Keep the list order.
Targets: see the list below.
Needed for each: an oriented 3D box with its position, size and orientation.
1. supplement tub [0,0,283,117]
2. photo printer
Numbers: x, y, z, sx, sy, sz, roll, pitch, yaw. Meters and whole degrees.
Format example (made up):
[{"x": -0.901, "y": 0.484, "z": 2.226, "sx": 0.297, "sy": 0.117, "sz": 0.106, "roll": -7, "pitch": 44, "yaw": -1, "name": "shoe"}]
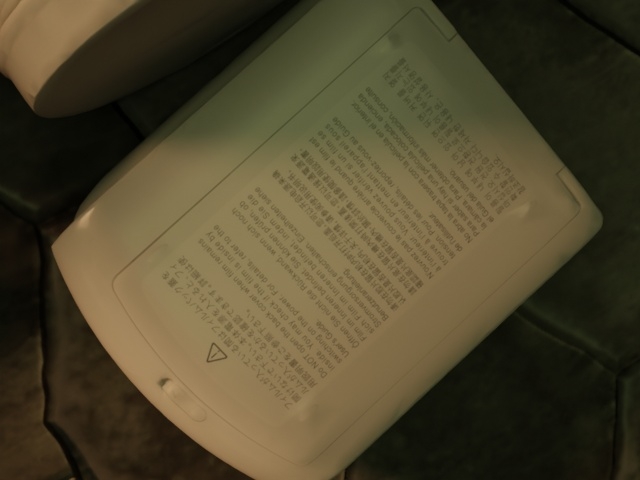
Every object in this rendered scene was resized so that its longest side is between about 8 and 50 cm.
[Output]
[{"x": -0.155, "y": -0.260, "z": 0.378, "sx": 0.241, "sy": 0.241, "sz": 0.331, "roll": -33, "pitch": 97, "yaw": -5, "name": "supplement tub"}, {"x": 0.000, "y": 0.000, "z": 0.485, "sx": 0.307, "sy": 0.107, "sz": 0.256, "roll": -43, "pitch": 98, "yaw": -3, "name": "photo printer"}]
